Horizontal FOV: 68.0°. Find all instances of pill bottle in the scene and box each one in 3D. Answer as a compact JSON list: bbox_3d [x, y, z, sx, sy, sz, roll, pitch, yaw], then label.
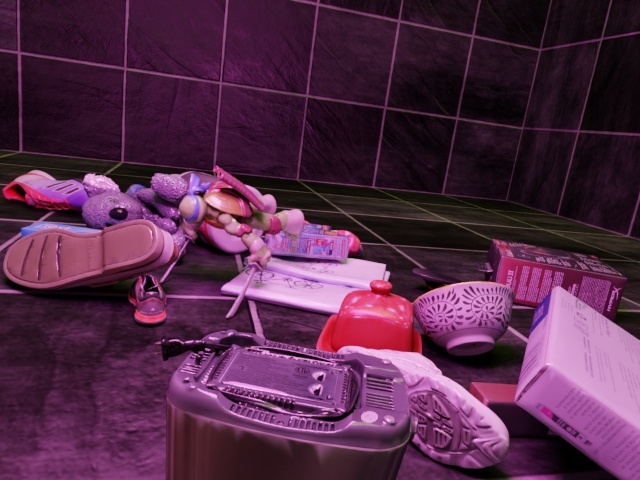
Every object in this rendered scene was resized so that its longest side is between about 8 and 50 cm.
[{"bbox_3d":[-0.306,-0.088,1.263,0.319,0.176,0.176,19,17,40],"label":"pill bottle"}]

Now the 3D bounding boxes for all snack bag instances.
[{"bbox_3d":[-0.018,0.080,1.030,0.323,0.037,0.342,10,14,10],"label":"snack bag"}]

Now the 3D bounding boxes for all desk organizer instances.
[{"bbox_3d":[0.257,0.214,0.601,0.130,0.047,0.050,6,11,-8],"label":"desk organizer"}]

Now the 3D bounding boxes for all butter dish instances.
[{"bbox_3d":[0.087,0.119,0.747,0.160,0.118,0.160,11,13,10],"label":"butter dish"}]

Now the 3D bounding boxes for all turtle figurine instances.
[{"bbox_3d":[-0.175,-0.002,0.957,0.198,0.274,0.266,-12,-1,39],"label":"turtle figurine"}]

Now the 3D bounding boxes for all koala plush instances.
[{"bbox_3d":[-0.426,-0.053,1.074,0.221,0.196,0.203,1,3,-22],"label":"koala plush"}]

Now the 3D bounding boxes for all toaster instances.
[{"bbox_3d":[-0.040,0.171,0.398,0.227,0.146,0.129,9,13,3],"label":"toaster"}]

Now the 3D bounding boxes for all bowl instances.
[{"bbox_3d":[0.237,0.138,0.771,0.170,0.170,0.080,5,57,-12],"label":"bowl"}]

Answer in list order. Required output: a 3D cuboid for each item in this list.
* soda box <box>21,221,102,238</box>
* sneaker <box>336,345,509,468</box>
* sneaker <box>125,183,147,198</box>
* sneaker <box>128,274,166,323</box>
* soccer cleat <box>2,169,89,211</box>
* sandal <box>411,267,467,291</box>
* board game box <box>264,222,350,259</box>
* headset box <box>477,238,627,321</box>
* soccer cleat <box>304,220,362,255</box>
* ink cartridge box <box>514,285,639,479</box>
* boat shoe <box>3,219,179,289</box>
[{"bbox_3d":[-0.493,0.013,0.975,0.210,0.067,0.071,8,13,3],"label":"soda box"},{"bbox_3d":[0.129,0.183,0.581,0.115,0.090,0.232,-1,16,-45],"label":"sneaker"},{"bbox_3d":[-0.502,-0.095,1.309,0.087,0.083,0.221,19,17,-9],"label":"sneaker"},{"bbox_3d":[-0.287,0.083,0.800,0.061,0.064,0.158,0,16,-29],"label":"sneaker"},{"bbox_3d":[-0.770,-0.125,1.369,0.318,0.108,0.116,15,36,23],"label":"soccer cleat"},{"bbox_3d":[0.286,0.104,1.112,0.179,0.040,0.067,17,13,-29],"label":"sandal"},{"bbox_3d":[-0.027,-0.001,1.166,0.194,0.060,0.194,8,11,2],"label":"board game box"},{"bbox_3d":[0.537,0.084,1.158,0.293,0.110,0.218,10,13,11],"label":"headset box"},{"bbox_3d":[0.000,0.000,1.323,0.248,0.083,0.095,10,-19,33],"label":"soccer cleat"},{"bbox_3d":[0.407,0.211,0.569,0.330,0.071,0.324,38,24,18],"label":"ink cartridge box"},{"bbox_3d":[-0.399,0.037,0.835,0.302,0.113,0.103,-5,-20,11],"label":"boat shoe"}]
